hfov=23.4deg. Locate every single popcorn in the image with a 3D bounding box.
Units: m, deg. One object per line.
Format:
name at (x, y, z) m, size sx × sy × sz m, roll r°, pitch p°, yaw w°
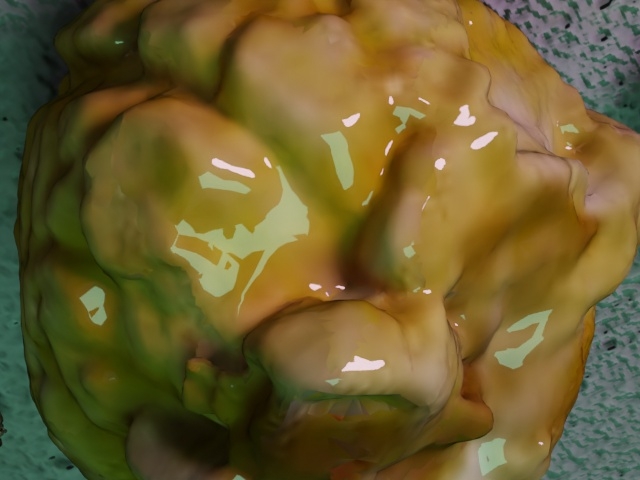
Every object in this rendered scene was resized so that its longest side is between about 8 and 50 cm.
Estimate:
popcorn at (-0.006, 0.000, 0.903) m, size 0.344 × 0.354 × 0.390 m, roll -20°, pitch -175°, yaw -26°

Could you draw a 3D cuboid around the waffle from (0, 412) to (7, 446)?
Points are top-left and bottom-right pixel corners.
waffle at (-0.277, 0.134, 1.157) m, size 0.075 × 0.029 × 0.083 m, roll -25°, pitch 134°, yaw 4°
